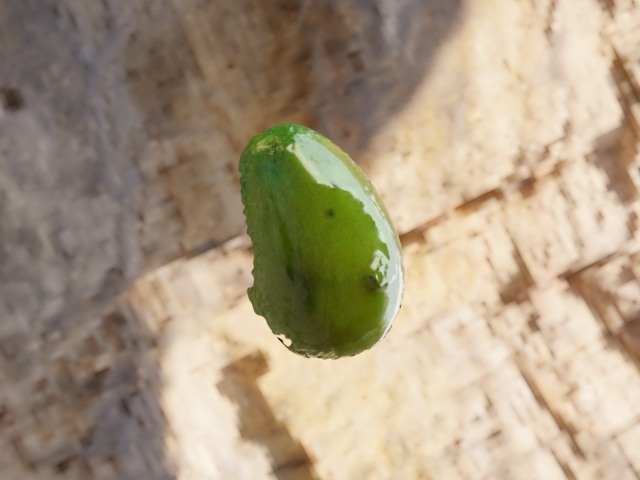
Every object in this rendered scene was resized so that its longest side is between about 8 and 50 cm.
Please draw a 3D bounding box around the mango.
[{"bbox_3d":[0.001,0.000,1.408,0.100,0.119,0.178,-15,-82,34],"label":"mango"}]
